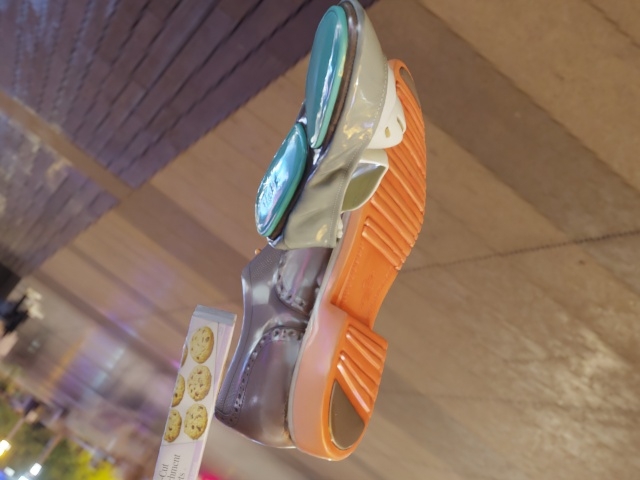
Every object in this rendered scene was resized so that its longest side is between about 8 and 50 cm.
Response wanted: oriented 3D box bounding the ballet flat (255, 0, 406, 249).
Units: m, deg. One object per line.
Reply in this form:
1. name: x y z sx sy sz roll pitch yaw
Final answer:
1. ballet flat: 0.014 -0.064 0.669 0.068 0.072 0.213 3 148 -16

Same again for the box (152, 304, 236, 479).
1. box: -0.193 0.258 1.676 0.067 0.324 0.063 15 -167 -2

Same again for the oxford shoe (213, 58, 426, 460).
1. oxford shoe: 0.000 0.000 0.972 0.132 0.364 0.130 5 154 28
